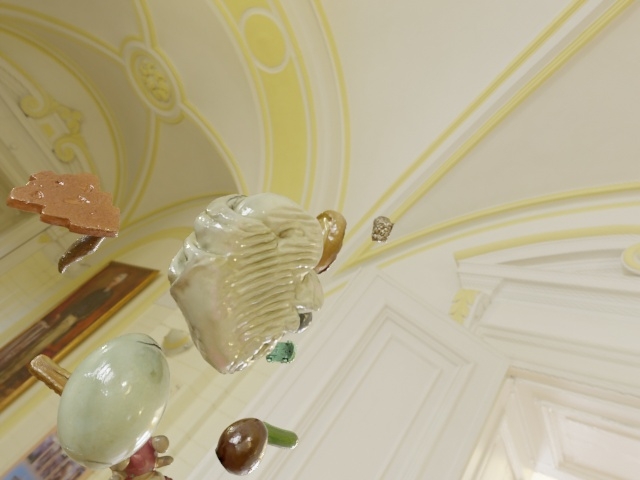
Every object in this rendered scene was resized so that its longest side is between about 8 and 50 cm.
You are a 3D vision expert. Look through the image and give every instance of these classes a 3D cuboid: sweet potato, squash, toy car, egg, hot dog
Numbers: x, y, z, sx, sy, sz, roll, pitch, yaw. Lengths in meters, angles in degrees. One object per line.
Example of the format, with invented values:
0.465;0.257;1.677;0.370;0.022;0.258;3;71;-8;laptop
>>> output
-0.710;0.007;1.408;0.067;0.274;0.067;51;6;-8;sweet potato
-0.174;0.747;1.750;0.219;0.077;0.068;32;-56;-23;squash
-0.150;0.448;1.812;0.058;0.093;0.186;31;-30;-33;toy car
-0.388;0.299;0.874;0.187;0.253;0.186;10;-30;6;egg
-0.833;0.477;1.510;0.286;0.088;0.061;38;-38;5;hot dog

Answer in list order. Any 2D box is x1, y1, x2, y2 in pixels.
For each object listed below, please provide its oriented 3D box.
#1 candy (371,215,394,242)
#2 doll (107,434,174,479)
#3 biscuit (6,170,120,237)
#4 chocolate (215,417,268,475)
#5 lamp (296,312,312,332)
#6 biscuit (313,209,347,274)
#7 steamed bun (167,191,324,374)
0.253;-0.044;1.896;0.085;0.095;0.110;15;-78;4;candy
-0.508;0.682;1.284;0.152;0.197;0.255;-164;-107;-77;doll
-0.684;-0.095;1.278;0.306;0.284;0.043;36;-61;11;biscuit
-0.232;0.630;1.411;0.177;0.176;0.176;27;-37;23;chocolate
-0.158;0.362;2.441;0.182;0.182;0.313;9;-43;40;lamp
0.000;0.000;1.991;0.102;0.296;0.296;25;-26;-25;biscuit
-0.164;0.075;0.983;0.248;0.339;0.351;1;-69;48;steamed bun
